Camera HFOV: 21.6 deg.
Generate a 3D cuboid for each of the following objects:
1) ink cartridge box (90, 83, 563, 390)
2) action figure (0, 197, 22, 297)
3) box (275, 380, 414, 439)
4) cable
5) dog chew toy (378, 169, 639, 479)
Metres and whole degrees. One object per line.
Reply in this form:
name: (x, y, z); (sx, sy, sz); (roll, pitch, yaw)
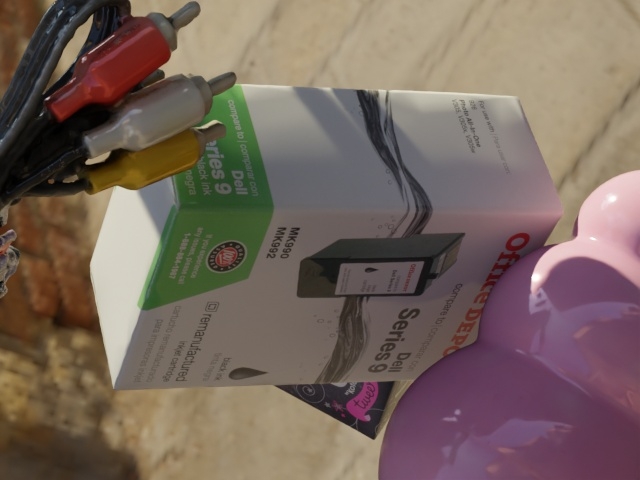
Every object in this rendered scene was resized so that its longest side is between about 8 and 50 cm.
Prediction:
ink cartridge box: (0.000, 0.000, 1.214); (0.211, 0.289, 0.121); (114, 148, -46)
action figure: (-0.463, 0.047, 1.814); (0.330, 0.178, 0.341); (-45, 3, 1)
box: (0.052, 0.081, 1.944); (0.142, 0.163, 0.247); (-50, -18, -45)
cable: (-0.165, -0.043, 0.956); (0.072, 0.139, 0.287); (23, 51, 34)
dog chew toy: (0.184, 0.095, 1.155); (0.332, 0.206, 0.206); (-58, 29, -9)
